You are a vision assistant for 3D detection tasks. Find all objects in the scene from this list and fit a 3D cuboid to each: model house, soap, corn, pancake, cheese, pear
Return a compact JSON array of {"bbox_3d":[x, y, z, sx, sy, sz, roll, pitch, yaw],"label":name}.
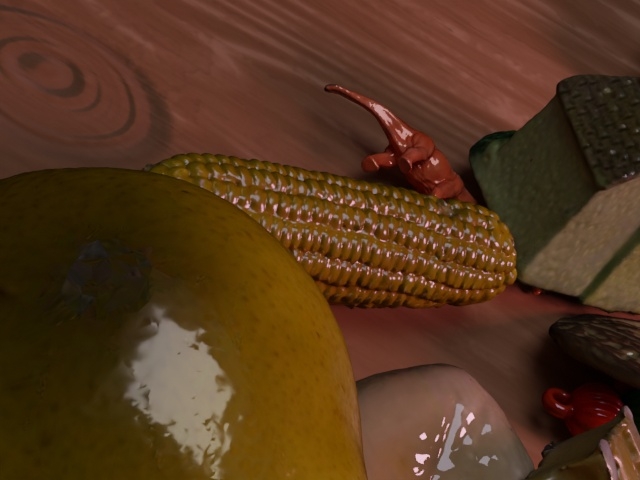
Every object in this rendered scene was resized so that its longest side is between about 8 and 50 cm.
[{"bbox_3d":[0.286,-0.062,1.335,0.214,0.189,0.195,16,46,-32],"label":"model house"},{"bbox_3d":[0.237,0.255,1.069,0.233,0.076,0.135,67,22,1],"label":"soap"},{"bbox_3d":[0.000,0.000,1.187,0.363,0.120,0.120,9,50,-24],"label":"corn"},{"bbox_3d":[0.329,0.113,1.255,0.250,0.031,0.250,14,12,-3],"label":"pancake"},{"bbox_3d":[0.072,0.200,1.063,0.218,0.117,0.235,47,49,10],"label":"cheese"},{"bbox_3d":[-0.138,0.093,0.912,0.386,0.191,0.340,37,60,24],"label":"pear"}]

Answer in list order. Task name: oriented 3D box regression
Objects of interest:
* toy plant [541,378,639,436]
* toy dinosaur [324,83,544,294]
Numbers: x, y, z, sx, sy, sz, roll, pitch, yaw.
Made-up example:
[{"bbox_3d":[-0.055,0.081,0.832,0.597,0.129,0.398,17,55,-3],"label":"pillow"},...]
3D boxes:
[{"bbox_3d":[0.319,0.171,1.254,0.240,0.088,0.154,31,32,13],"label":"toy plant"},{"bbox_3d":[0.106,-0.046,1.329,0.280,0.055,0.101,54,45,-1],"label":"toy dinosaur"}]
